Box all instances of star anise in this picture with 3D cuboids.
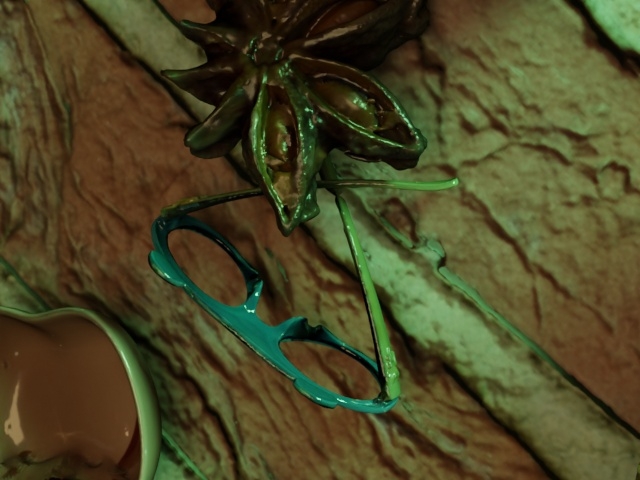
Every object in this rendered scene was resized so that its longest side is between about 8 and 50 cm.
[{"bbox_3d":[-0.006,-0.127,1.085,0.214,0.099,0.220,43,81,8],"label":"star anise"}]

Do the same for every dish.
[{"bbox_3d":[-0.217,0.147,1.223,0.213,0.090,0.213,2,95,21],"label":"dish"}]

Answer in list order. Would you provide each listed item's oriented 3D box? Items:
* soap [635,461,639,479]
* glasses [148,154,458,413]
[{"bbox_3d":[0.386,0.085,0.941,0.293,0.156,0.335,19,104,15],"label":"soap"},{"bbox_3d":[0.003,0.009,1.135,0.239,0.102,0.207,41,82,13],"label":"glasses"}]
